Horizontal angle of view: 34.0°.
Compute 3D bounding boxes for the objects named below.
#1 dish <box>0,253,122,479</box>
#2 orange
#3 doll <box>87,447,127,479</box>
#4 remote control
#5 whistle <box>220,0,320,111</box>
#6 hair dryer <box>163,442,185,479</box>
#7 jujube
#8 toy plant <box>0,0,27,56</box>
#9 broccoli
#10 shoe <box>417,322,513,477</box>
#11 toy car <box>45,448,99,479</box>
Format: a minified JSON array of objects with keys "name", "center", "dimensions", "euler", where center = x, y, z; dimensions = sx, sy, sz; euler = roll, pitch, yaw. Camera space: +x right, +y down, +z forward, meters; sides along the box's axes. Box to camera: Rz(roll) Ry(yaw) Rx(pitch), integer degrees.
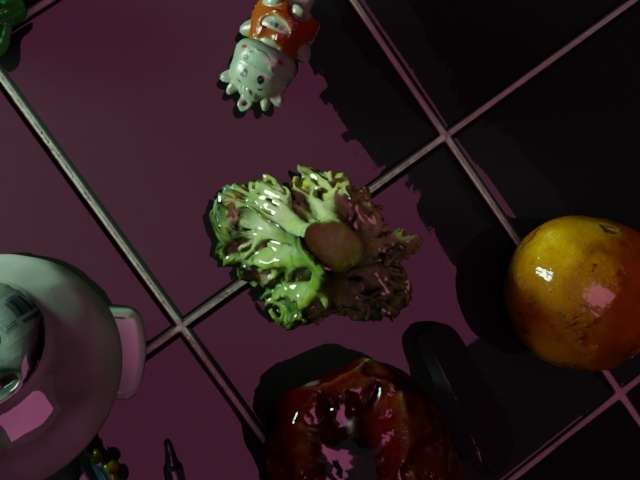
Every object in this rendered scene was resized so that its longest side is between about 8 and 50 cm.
[{"name":"dish","center":[-0.422,0.146,1.316],"dimensions":[0.324,0.124,0.324],"euler":[-1,63,3]},{"name":"orange","center":[0.388,0.077,1.542],"dimensions":[0.240,0.240,0.240],"euler":[0,89,-10]},{"name":"doll","center":[-0.399,0.443,1.454],"dimensions":[0.341,0.099,0.346],"euler":[30,87,1]},{"name":"remote control","center":[-0.398,0.155,1.489],"dimensions":[0.296,0.056,0.140],"euler":[2,93,-11]},{"name":"whistle","center":[-0.059,-0.302,1.535],"dimensions":[0.102,0.106,0.253],"euler":[30,85,-25]},{"name":"hair dryer","center":[-0.221,0.402,1.528],"dimensions":[0.173,0.050,0.194],"euler":[-25,89,-10]},{"name":"jujube","center":[0.075,0.362,1.473],"dimensions":[0.276,0.276,0.376],"euler":[-21,91,-10]},{"name":"toy plant","center":[-0.531,-0.327,1.459],"dimensions":[0.240,0.088,0.154],"euler":[9,76,1]},{"name":"broccoli","center":[0.000,0.000,1.468],"dimensions":[0.288,0.245,0.247],"euler":[-4,81,-15]},{"name":"shoe","center":[0.201,0.247,1.584],"dimensions":[0.108,0.093,0.241],"euler":[-8,69,-48]},{"name":"toy car","center":[-0.390,0.260,1.391],"dimensions":[0.141,0.097,0.320],"euler":[-24,81,-8]}]
